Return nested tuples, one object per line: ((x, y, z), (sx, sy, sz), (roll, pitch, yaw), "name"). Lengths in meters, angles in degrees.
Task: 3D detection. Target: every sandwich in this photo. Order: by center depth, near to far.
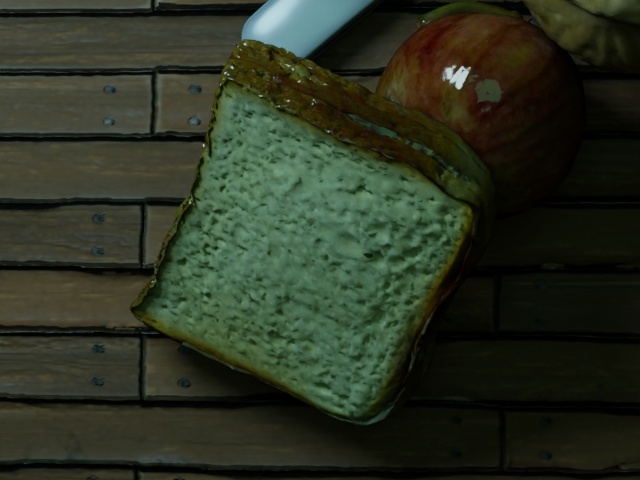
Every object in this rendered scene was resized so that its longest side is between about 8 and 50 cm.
((0.000, 0.000, 1.698), (0.271, 0.099, 0.301), (25, 125, 3), "sandwich")

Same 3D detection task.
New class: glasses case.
((0.005, -0.225, 1.815), (0.178, 0.045, 0.067), (-40, 82, 0), "glasses case")

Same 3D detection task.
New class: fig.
((0.150, -0.124, 1.731), (0.205, 0.205, 0.205), (-1, 84, 6), "fig")

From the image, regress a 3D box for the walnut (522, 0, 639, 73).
((0.292, -0.299, 1.657), (0.333, 0.333, 0.333), (-1, 84, 6), "walnut")
